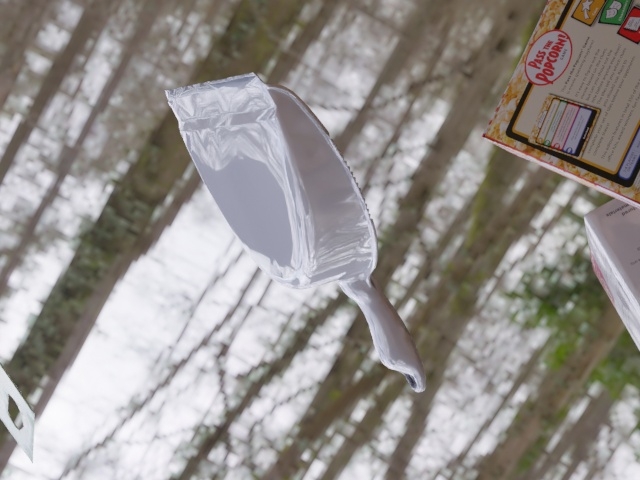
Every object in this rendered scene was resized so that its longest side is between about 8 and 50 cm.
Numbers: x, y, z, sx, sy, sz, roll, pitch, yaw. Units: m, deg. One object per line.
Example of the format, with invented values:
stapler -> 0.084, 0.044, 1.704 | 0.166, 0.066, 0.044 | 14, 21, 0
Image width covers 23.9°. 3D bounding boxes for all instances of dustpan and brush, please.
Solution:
dustpan and brush -> 0.000, 0.000, 0.837 | 0.060, 0.211, 0.147 | -26, -168, -23

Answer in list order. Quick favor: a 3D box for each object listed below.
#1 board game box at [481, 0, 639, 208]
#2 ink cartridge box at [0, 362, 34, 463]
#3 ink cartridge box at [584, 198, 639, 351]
board game box -> 0.218, -0.103, 1.050 | 0.045, 0.147, 0.193 | 21, -173, -42
ink cartridge box -> -0.413, 0.136, 1.607 | 0.097, 0.189, 0.255 | -34, -105, -24
ink cartridge box -> 0.341, 0.078, 1.371 | 0.237, 0.100, 0.172 | 63, -177, 22
